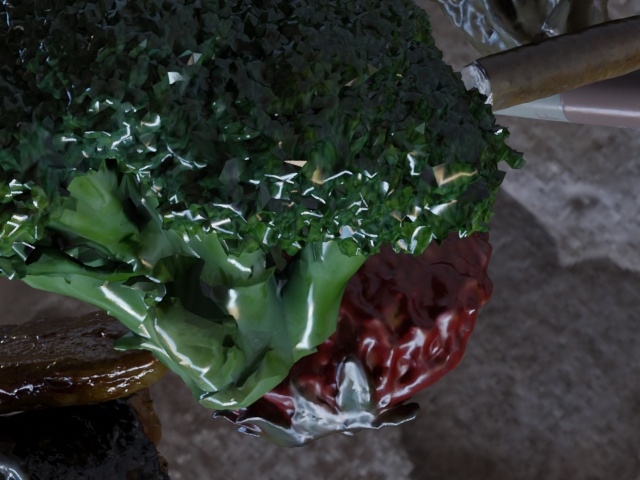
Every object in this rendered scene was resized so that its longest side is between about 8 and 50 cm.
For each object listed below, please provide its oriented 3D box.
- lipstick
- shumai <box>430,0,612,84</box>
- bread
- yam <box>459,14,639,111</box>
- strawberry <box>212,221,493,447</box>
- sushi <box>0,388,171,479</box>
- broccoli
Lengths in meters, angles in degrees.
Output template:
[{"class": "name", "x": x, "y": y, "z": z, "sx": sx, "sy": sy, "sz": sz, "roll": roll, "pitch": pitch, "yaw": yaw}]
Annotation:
[{"class": "lipstick", "x": 0.281, "y": -0.147, "z": 1.298, "sx": 0.254, "sy": 0.070, "sz": 0.070, "roll": 11, "pitch": 169, "yaw": 38}, {"class": "shumai", "x": 0.184, "y": -0.238, "z": 1.189, "sx": 0.218, "sy": 0.184, "sz": 0.185, "roll": 15, "pitch": -138, "yaw": -3}, {"class": "bread", "x": -0.261, "y": 0.126, "z": 1.340, "sx": 0.124, "sy": 0.344, "sz": 0.084, "roll": -68, "pitch": -36, "yaw": -56}, {"class": "yam", "x": 0.212, "y": -0.145, "z": 1.033, "sx": 0.264, "sy": 0.046, "sz": 0.046, "roll": -20, "pitch": -128, "yaw": -35}, {"class": "strawberry", "x": 0.000, "y": 0.000, "z": 0.767, "sx": 0.111, "sy": 0.190, "sz": 0.236, "roll": 44, "pitch": -141, "yaw": -29}, {"class": "sushi", "x": -0.250, "y": 0.328, "z": 1.398, "sx": 0.207, "sy": 0.349, "sz": 0.234, "roll": -20, "pitch": -137, "yaw": -40}, {"class": "broccoli", "x": -0.066, "y": -0.047, "z": 0.565, "sx": 0.261, "sy": 0.269, "sz": 0.242, "roll": 32, "pitch": 148, "yaw": 45}]
